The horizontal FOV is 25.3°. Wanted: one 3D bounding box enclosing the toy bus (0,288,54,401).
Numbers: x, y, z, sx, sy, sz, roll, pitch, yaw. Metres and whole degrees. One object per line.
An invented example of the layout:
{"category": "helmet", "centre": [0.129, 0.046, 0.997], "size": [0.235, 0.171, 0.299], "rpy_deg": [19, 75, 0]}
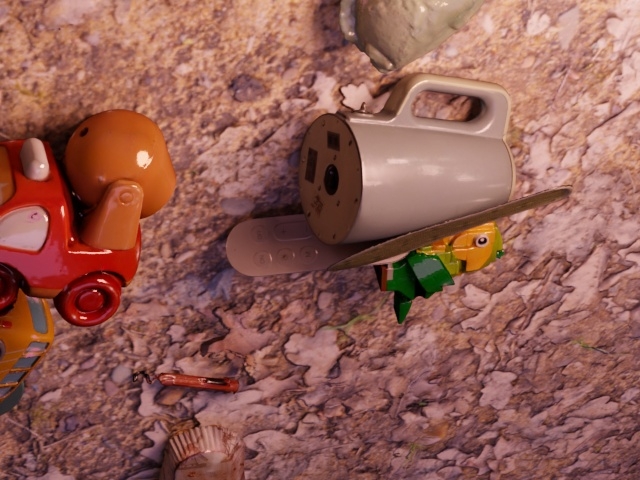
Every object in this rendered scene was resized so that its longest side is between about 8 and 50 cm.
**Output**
{"category": "toy bus", "centre": [-0.432, 0.134, 1.809], "size": [0.136, 0.126, 0.209], "rpy_deg": [13, 131, -44]}

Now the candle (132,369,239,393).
{"category": "candle", "centre": [-0.192, 0.202, 2.053], "size": [0.167, 0.021, 0.026], "rpy_deg": [10, 152, -31]}

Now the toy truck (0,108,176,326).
{"category": "toy truck", "centre": [-0.303, -0.047, 1.613], "size": [0.265, 0.189, 0.239], "rpy_deg": [5, 124, -25]}

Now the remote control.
{"category": "remote control", "centre": [0.000, 0.000, 1.840], "size": [0.245, 0.077, 0.022], "rpy_deg": [-6, -177, 1]}

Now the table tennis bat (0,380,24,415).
{"category": "table tennis bat", "centre": [-0.504, 0.211, 1.937], "size": [0.201, 0.033, 0.124], "rpy_deg": [-5, 136, -19]}

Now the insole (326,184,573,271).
{"category": "insole", "centre": [0.159, -0.013, 1.769], "size": [0.322, 0.007, 0.109], "rpy_deg": [-18, 168, 6]}

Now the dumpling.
{"category": "dumpling", "centre": [0.112, -0.281, 1.558], "size": [0.217, 0.105, 0.149], "rpy_deg": [-33, 138, 17]}

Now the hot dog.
{"category": "hot dog", "centre": [-0.188, 0.379, 2.215], "size": [0.144, 0.075, 0.268], "rpy_deg": [-6, 135, -22]}

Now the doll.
{"category": "doll", "centre": [0.154, 0.019, 1.907], "size": [0.186, 0.106, 0.134], "rpy_deg": [-28, 124, 10]}

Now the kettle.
{"category": "kettle", "centre": [0.117, -0.106, 1.753], "size": [0.243, 0.160, 0.210], "rpy_deg": [-4, 111, -28]}
